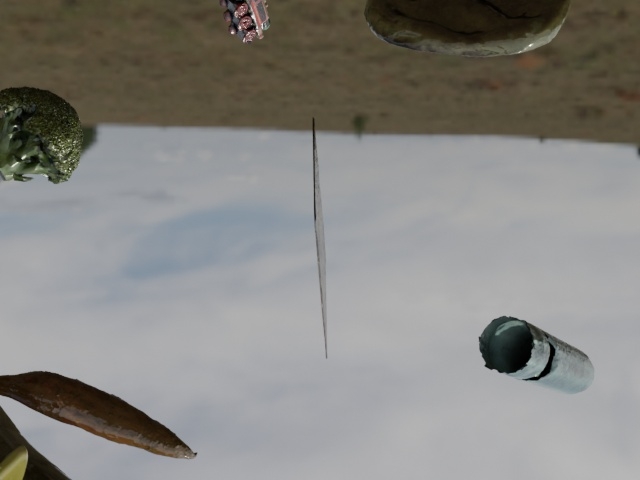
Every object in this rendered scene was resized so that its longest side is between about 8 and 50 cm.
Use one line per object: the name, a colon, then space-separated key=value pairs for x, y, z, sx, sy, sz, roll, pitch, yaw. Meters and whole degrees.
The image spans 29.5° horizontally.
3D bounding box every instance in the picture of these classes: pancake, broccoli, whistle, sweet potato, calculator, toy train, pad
pancake: x=0.203 y=-0.348 z=1.694 sx=0.294 sy=0.049 sz=0.294 roll=-7 pitch=-134 yaw=7
broccoli: x=-0.343 y=-0.123 z=1.444 sx=0.120 sy=0.130 sz=0.131 roll=-45 pitch=-171 yaw=-21
whistle: x=0.246 y=0.133 z=1.350 sx=0.062 sy=0.062 sz=0.312 roll=3 pitch=170 yaw=24
sweet potato: x=-0.316 y=0.238 z=1.708 sx=0.314 sy=0.072 sz=0.066 roll=20 pitch=146 yaw=-7
calculator: x=-0.431 y=0.343 z=1.523 sx=0.033 sy=0.236 sz=0.157 roll=40 pitch=-133 yaw=6
toy train: x=-0.129 y=-0.414 z=2.181 sx=0.050 sy=0.087 sz=0.138 roll=42 pitch=165 yaw=29
pad: x=0.000 y=0.000 z=1.861 sx=0.004 sy=0.330 sz=0.220 roll=-3 pitch=-131 yaw=2

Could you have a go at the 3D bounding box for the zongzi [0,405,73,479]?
zongzi: x=-0.367 y=0.376 z=1.813 sx=0.499 sy=0.467 sz=0.218 roll=-1 pitch=162 yaw=9
